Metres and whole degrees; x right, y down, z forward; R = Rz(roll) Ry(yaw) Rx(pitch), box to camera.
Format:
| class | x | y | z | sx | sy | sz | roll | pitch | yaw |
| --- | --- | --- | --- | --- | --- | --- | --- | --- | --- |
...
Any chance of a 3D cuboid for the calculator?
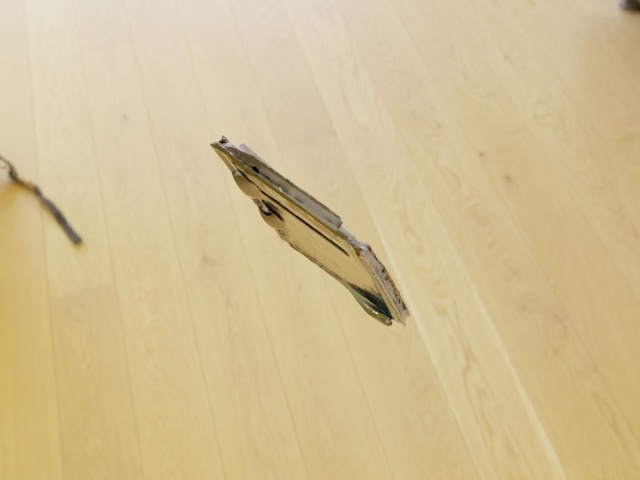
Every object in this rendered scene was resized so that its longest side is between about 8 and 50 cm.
| class | x | y | z | sx | sy | sz | roll | pitch | yaw |
| --- | --- | --- | --- | --- | --- | --- | --- | --- | --- |
| calculator | 0.000 | 0.000 | 0.921 | 0.166 | 0.274 | 0.028 | 38 | 83 | 21 |
